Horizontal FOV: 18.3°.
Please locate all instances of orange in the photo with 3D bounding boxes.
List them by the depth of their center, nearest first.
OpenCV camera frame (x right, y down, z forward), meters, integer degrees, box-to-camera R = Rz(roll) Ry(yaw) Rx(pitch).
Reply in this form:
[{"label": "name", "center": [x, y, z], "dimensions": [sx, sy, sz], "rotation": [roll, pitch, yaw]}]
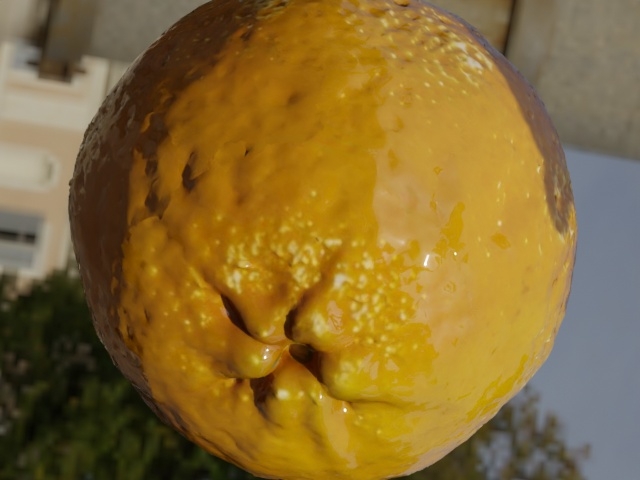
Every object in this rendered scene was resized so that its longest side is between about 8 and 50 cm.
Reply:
[{"label": "orange", "center": [0.000, 0.000, 1.305], "dimensions": [0.293, 0.340, 0.341], "rotation": [-69, 176, -63]}]
